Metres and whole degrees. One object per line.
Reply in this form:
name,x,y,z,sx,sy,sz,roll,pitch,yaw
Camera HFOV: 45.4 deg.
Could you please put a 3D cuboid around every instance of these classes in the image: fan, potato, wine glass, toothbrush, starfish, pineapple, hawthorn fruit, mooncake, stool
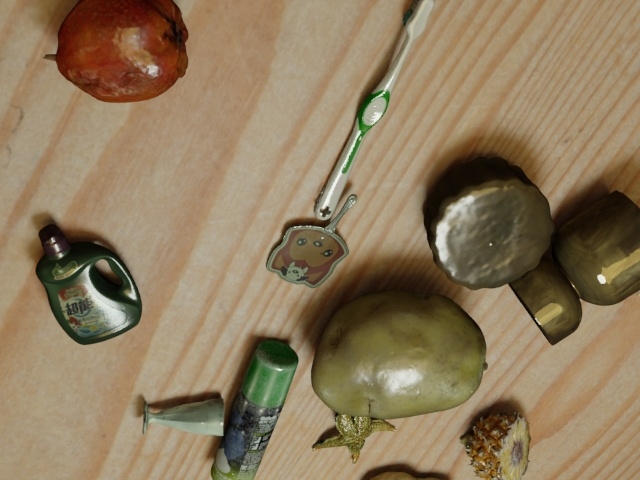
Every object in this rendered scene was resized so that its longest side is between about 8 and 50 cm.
fan,0.000,0.000,1.359,0.132,0.009,0.220,24,120,-28
potato,0.142,0.209,1.413,0.326,0.221,0.243,-11,113,4
wine glass,-0.264,0.340,1.482,0.155,0.073,0.073,5,120,-14
toothbrush,0.082,-0.204,1.248,0.042,0.040,0.418,13,117,-24
starfish,0.085,0.402,1.628,0.175,0.053,0.208,-1,128,-25
pineapple,0.374,0.457,1.698,0.161,0.136,0.176,-53,133,-33
hawthorn fruit,-0.270,-0.273,1.057,0.179,0.174,0.173,-28,128,36
mooncake,0.291,-0.034,1.362,0.228,0.124,0.228,-4,119,-7
stool,0.492,0.051,1.430,0.264,0.179,0.179,-34,123,7

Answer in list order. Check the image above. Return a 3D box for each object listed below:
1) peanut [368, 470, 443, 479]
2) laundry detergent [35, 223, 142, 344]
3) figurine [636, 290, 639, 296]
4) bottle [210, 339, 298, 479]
peanut,0.207,0.580,1.727,0.236,0.110,0.120,9,105,-21
laundry detergent,-0.392,0.064,1.275,0.144,0.078,0.222,-19,122,-5
figurine,0.730,0.060,1.530,0.263,0.143,0.162,7,113,1
bottle,-0.131,0.348,1.506,0.093,0.093,0.330,11,118,-20
